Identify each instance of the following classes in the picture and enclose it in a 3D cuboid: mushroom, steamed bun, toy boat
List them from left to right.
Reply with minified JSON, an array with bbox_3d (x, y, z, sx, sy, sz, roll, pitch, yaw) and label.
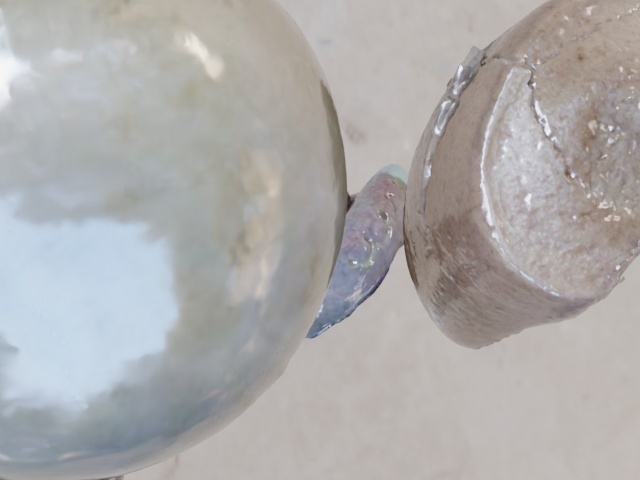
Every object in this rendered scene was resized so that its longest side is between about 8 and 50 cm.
[{"bbox_3d":[-0.166,-0.032,1.210,0.362,0.294,0.362,-8,121,-13],"label":"mushroom"},{"bbox_3d":[0.000,0.000,1.902,0.155,0.227,0.085,-16,120,37],"label":"toy boat"},{"bbox_3d":[0.176,-0.076,1.618,0.199,0.251,0.301,41,69,-13],"label":"steamed bun"}]

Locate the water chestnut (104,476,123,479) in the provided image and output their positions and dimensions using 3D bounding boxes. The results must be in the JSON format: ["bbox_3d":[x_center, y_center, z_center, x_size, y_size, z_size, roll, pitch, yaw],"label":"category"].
[{"bbox_3d":[-0.299,0.153,1.655,0.289,0.244,0.289,0,91,7],"label":"water chestnut"}]
